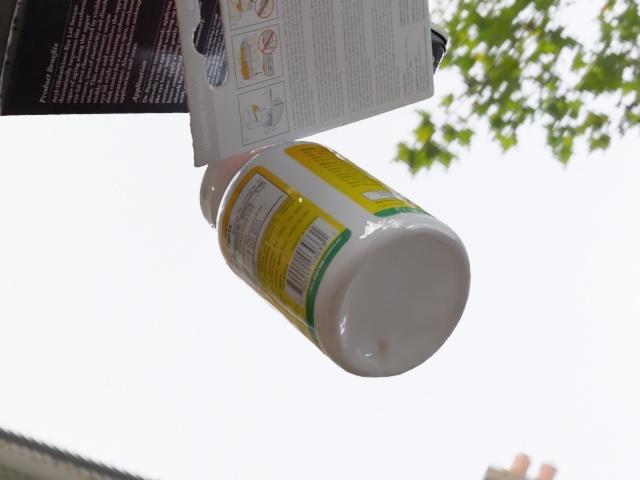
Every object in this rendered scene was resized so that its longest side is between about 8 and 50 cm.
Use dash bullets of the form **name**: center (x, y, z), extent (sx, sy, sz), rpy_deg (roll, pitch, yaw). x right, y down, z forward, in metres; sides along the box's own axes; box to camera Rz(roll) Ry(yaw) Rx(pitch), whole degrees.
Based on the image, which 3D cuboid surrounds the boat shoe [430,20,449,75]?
- **boat shoe**: center (0.045, -0.179, 1.163), extent (0.133, 0.042, 0.049), rpy_deg (26, -23, -14)

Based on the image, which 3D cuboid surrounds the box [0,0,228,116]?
- **box**: center (-0.183, -0.169, 1.027), extent (0.153, 0.207, 0.108), rpy_deg (34, -62, 38)

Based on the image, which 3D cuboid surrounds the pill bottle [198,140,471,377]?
- **pill bottle**: center (0.000, 0.000, 0.966), extent (0.208, 0.117, 0.117), rpy_deg (37, -41, 49)

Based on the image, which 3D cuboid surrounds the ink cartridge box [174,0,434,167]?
- **ink cartridge box**: center (-0.019, -0.166, 0.996), extent (0.056, 0.225, 0.181), rpy_deg (22, -56, 50)
